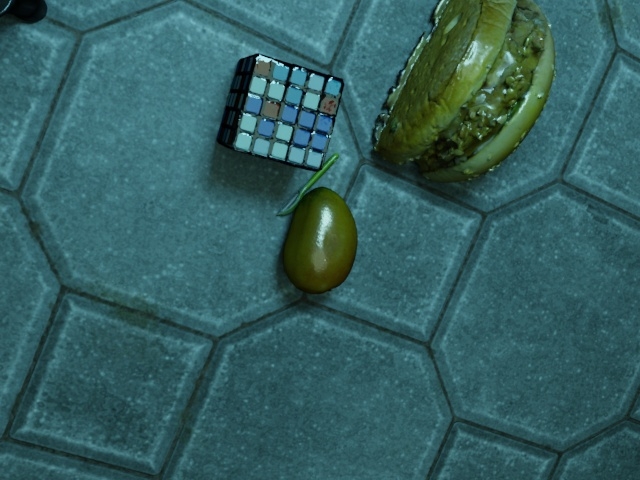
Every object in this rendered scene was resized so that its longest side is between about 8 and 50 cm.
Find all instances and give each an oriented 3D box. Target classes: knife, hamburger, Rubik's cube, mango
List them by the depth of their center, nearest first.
[{"bbox_3d":[-0.082,-0.244,1.475,0.182,0.187,0.184,14,94,-18],"label":"Rubik's cube"},{"bbox_3d":[0.328,-0.309,1.535,0.268,0.287,0.445,28,94,-21],"label":"hamburger"},{"bbox_3d":[0.005,0.003,1.583,0.151,0.120,0.221,18,88,-17],"label":"mango"},{"bbox_3d":[-0.024,-0.114,1.603,0.026,0.022,0.184,42,88,6],"label":"knife"}]

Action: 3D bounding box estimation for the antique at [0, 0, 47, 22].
[{"bbox_3d":[-0.584,-0.440,1.255,0.322,0.255,0.185,-9,101,-17],"label":"antique"}]
